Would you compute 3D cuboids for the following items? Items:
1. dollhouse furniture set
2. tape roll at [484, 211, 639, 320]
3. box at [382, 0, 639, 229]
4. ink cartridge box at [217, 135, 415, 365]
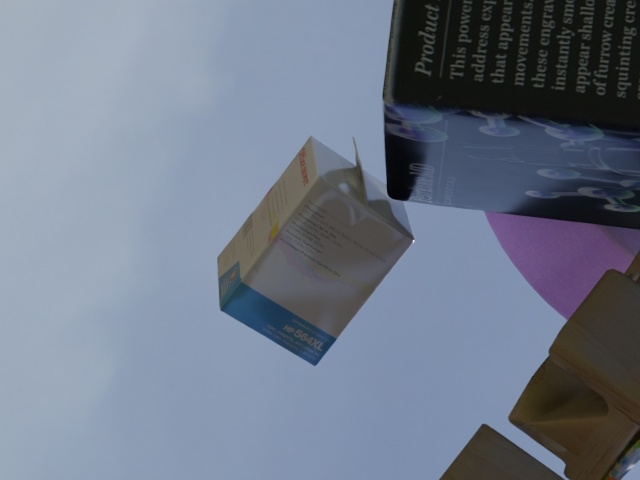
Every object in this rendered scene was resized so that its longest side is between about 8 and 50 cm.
[{"bbox_3d":[0.202,0.198,0.874,0.394,0.256,0.362,-44,163,-38],"label":"dollhouse furniture set"},{"bbox_3d":[0.261,-0.040,1.253,0.090,0.275,0.275,-45,-150,41],"label":"tape roll"},{"bbox_3d":[0.246,-0.130,0.979,0.293,0.395,0.212,68,30,-80],"label":"box"},{"bbox_3d":[0.000,0.000,1.115,0.143,0.090,0.092,-52,-162,17],"label":"ink cartridge box"}]
